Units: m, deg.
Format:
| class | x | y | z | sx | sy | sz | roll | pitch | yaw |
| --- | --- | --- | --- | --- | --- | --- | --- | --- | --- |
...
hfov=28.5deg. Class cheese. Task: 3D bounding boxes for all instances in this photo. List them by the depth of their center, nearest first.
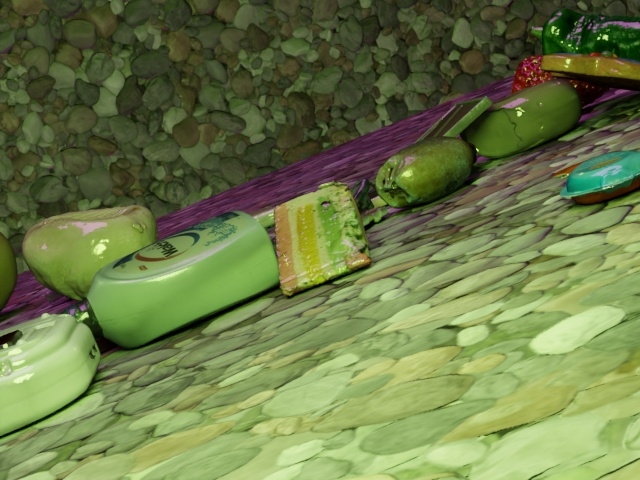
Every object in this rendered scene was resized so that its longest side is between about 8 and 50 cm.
| class | x | y | z | sx | sy | sz | roll | pitch | yaw |
| --- | --- | --- | --- | --- | --- | --- | --- | --- | --- |
| cheese | 0.307 | -0.074 | 1.378 | 0.106 | 0.037 | 0.256 | -19 | 6 | 7 |
| cheese | 0.340 | -0.202 | 2.040 | 0.175 | 0.091 | 0.202 | -15 | 8 | 44 |

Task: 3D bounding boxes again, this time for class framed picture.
| class | x | y | z | sx | sy | sz | roll | pitch | yaw |
| --- | --- | --- | --- | --- | --- | --- | --- | --- | --- |
| framed picture | 0.171 | -0.152 | 1.986 | 0.203 | 0.015 | 0.150 | -43 | 10 | -8 |

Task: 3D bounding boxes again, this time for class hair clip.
| class | x | y | z | sx | sy | sz | roll | pitch | yaw |
| --- | --- | --- | --- | --- | --- | --- | --- | --- | --- |
| hair clip | 0.029 | -0.028 | 1.834 | 0.146 | 0.056 | 0.187 | -14 | 18 | 38 |

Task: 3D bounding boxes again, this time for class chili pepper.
| class | x | y | z | sx | sy | sz | roll | pitch | yaw |
| --- | --- | --- | --- | --- | --- | --- | --- | --- | --- |
| chili pepper | 0.488 | -0.341 | 2.161 | 0.271 | 0.099 | 0.136 | 10 | 2 | 29 |

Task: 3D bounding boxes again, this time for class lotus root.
| class | x | y | z | sx | sy | sz | roll | pitch | yaw |
| --- | --- | --- | --- | --- | --- | --- | --- | --- | --- |
| lotus root | 0.162 | -0.105 | 1.839 | 0.192 | 0.088 | 0.113 | -27 | 2 | -40 |

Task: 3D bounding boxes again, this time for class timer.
| class | x | y | z | sx | sy | sz | roll | pitch | yaw |
| --- | --- | --- | --- | --- | --- | --- | --- | --- | --- |
| timer | -0.373 | 0.161 | 1.377 | 0.262 | 0.087 | 0.237 | -22 | 7 | -1 |

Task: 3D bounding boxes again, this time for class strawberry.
| class | x | y | z | sx | sy | sz | roll | pitch | yaw |
| --- | --- | --- | --- | --- | --- | --- | --- | --- | --- |
| strawberry | 0.431 | -0.281 | 2.255 | 0.188 | 0.121 | 0.082 | -16 | 14 | 18 |

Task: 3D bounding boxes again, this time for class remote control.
| class | x | y | z | sx | sy | sz | roll | pitch | yaw |
| --- | --- | --- | --- | --- | --- | --- | --- | --- | --- |
| remote control | -0.109 | -0.039 | 2.358 | 0.074 | 0.032 | 0.122 | -22 | 8 | -10 |

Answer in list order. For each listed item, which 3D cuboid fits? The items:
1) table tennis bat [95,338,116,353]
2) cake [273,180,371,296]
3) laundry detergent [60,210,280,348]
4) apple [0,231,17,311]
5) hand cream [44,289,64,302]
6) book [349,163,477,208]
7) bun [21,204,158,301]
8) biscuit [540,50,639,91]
| class | x | y | z | sx | sy | sz | roll | pitch | yaw |
| --- | --- | --- | --- | --- | --- | --- | --- | --- | --- |
| table tennis bat | -0.433 | 0.166 | 1.699 | 0.415 | 0.051 | 0.268 | -15 | 9 | 23 |
| cake | 0.007 | 0.018 | 1.548 | 0.109 | 0.090 | 0.225 | -18 | 26 | 4 |
| laundry detergent | -0.204 | 0.059 | 1.578 | 0.281 | 0.105 | 0.215 | -25 | 15 | -14 |
| apple | -0.756 | 0.073 | 2.569 | 0.262 | 0.262 | 0.262 | -21 | 7 | 3 |
| hand cream | -0.407 | 0.062 | 2.426 | 0.257 | 0.050 | 0.084 | -19 | 4 | -5 |
| book | 0.139 | -0.100 | 2.107 | 0.201 | 0.026 | 0.289 | -24 | 8 | -5 |
| bun | -0.400 | 0.028 | 2.219 | 0.259 | 0.160 | 0.259 | -5 | 8 | 1 |
| biscuit | 0.466 | -0.271 | 2.016 | 0.205 | 0.049 | 0.324 | 10 | 4 | 26 |
